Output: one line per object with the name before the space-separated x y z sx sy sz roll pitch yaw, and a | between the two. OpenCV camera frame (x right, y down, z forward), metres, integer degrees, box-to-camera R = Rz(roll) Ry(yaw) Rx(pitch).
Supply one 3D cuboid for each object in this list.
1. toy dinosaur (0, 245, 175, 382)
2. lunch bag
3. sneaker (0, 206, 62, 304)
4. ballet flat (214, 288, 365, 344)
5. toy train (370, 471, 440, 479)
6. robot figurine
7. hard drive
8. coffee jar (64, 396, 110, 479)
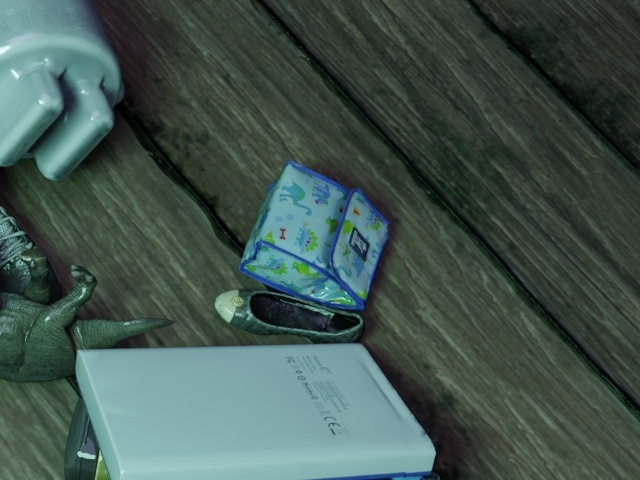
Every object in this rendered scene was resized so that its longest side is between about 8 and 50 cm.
toy dinosaur | -0.319 0.093 1.318 0.314 0.160 0.121 -1 29 -25
lunch bag | 0.000 0.000 1.447 0.151 0.096 0.128 27 56 -11
sneaker | -0.370 -0.022 1.361 0.229 0.132 0.086 43 62 15
ballet flat | -0.033 0.081 1.414 0.173 0.049 0.057 10 58 -5
toy train | 0.032 0.264 1.307 0.184 0.080 0.105 11 65 -1
robot figurine | -0.354 -0.237 1.439 0.300 0.200 0.353 20 36 -52
hard drive | -0.070 0.174 1.267 0.319 0.040 0.210 1 27 -23
coffee jar | -0.169 0.218 1.292 0.185 0.079 0.096 10 56 -6
